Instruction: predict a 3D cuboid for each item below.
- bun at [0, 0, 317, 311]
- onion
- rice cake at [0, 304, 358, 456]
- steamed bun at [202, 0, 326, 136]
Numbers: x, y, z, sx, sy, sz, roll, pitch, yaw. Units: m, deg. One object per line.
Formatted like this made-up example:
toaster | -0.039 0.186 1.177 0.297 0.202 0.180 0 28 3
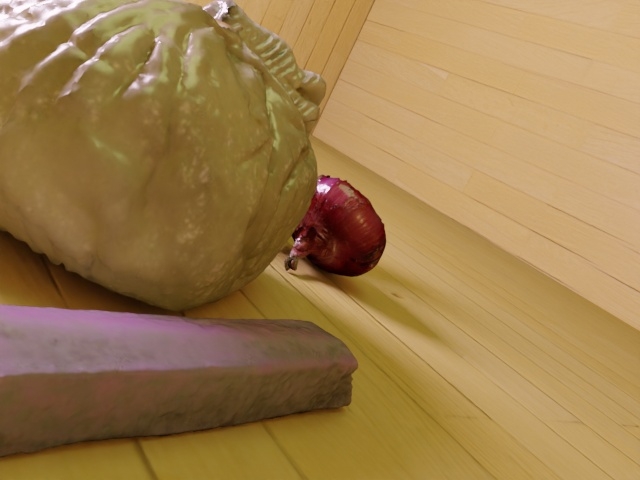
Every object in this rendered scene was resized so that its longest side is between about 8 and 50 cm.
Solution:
bun | -0.154 -0.099 0.590 0.352 0.227 0.349 22 10 -28
onion | 0.000 0.000 0.841 0.150 0.140 0.150 29 -32 20
rice cake | -0.095 0.074 0.382 0.364 0.056 0.072 12 20 -50
steamed bun | -0.154 -0.166 0.943 0.280 0.268 0.207 35 -29 -28
